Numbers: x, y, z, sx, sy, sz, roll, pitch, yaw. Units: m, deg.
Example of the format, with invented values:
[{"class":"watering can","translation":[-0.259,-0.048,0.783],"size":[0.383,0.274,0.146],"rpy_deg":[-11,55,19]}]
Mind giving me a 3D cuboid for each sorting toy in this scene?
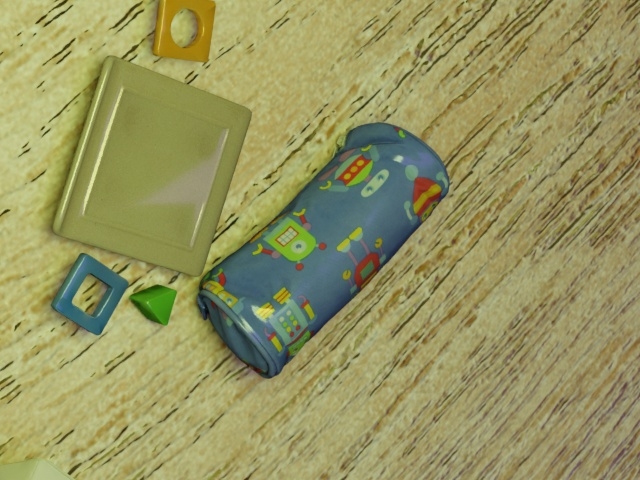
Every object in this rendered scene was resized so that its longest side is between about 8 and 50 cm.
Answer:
[{"class":"sorting toy","translation":[-0.170,-0.074,1.574],"size":[0.196,0.047,0.347],"rpy_deg":[19,88,-42]}]

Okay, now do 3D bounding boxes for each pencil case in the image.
[{"class":"pencil case","translation":[0.000,0.000,1.667],"size":[0.306,0.133,0.119],"rpy_deg":[-46,159,-20]}]

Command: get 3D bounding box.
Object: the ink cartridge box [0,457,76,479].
[{"class":"ink cartridge box","translation":[-0.278,0.340,1.498],"size":[0.160,0.093,0.219],"rpy_deg":[46,47,-33]}]
